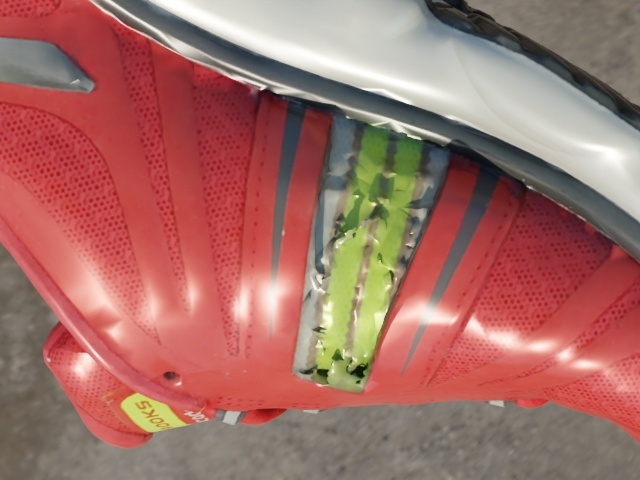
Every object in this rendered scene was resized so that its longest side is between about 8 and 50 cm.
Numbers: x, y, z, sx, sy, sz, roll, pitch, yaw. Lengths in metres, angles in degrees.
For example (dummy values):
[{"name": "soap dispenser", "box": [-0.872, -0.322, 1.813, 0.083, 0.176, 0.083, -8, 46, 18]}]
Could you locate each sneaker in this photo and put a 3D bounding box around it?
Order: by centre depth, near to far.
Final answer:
[{"name": "sneaker", "box": [0.000, 0.000, 0.355, 0.279, 0.107, 0.118, 31, 100, -3]}]
